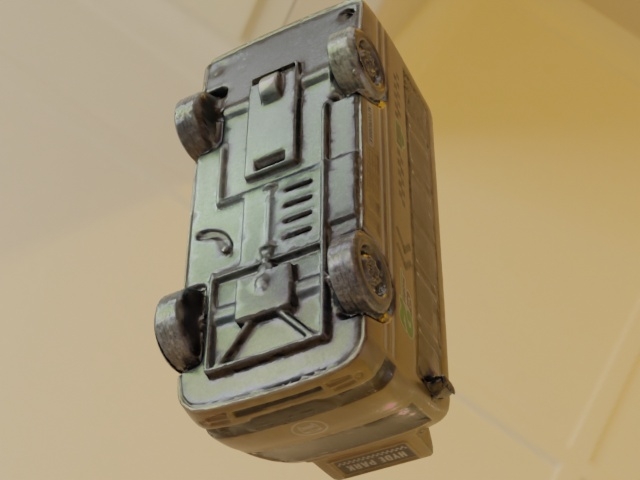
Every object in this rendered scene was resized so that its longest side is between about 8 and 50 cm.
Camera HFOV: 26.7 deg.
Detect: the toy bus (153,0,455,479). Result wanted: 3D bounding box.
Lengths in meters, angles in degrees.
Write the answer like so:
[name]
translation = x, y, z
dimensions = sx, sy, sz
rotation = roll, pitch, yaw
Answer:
[toy bus]
translation = 0.000, 0.000, 0.837
dimensions = 0.157, 0.139, 0.289
rotation = 47, -149, -42
